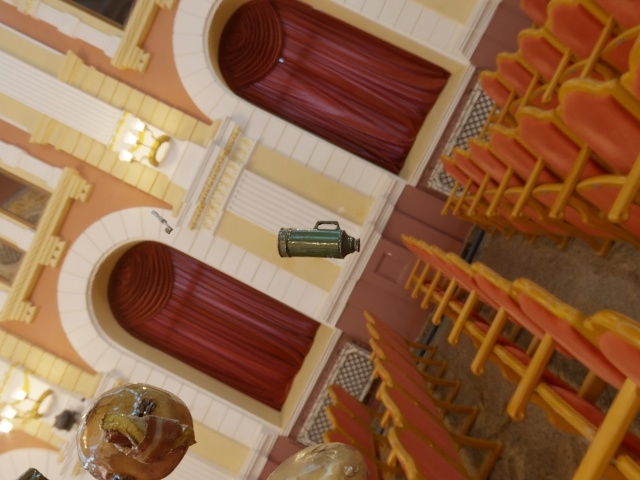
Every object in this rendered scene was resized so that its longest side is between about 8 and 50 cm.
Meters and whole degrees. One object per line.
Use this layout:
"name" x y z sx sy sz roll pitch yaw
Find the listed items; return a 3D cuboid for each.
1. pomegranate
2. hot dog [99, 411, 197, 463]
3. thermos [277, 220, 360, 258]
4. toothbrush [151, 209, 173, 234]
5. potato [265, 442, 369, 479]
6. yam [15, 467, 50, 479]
"pomegranate" -0.545 0.571 1.312 0.322 0.322 0.322 -63 -1 -3
"hot dog" -0.406 0.480 1.059 0.123 0.261 0.093 -44 40 27
"thermos" 0.000 0.005 1.033 0.083 0.187 0.073 -72 -21 -47
"toothbrush" -0.379 -0.046 1.054 0.017 0.014 0.194 -56 34 -3
"potato" -0.022 0.383 0.626 0.235 0.128 0.161 -43 0 4
"yam" -0.618 0.556 0.875 0.183 0.107 0.107 -52 -8 -36
